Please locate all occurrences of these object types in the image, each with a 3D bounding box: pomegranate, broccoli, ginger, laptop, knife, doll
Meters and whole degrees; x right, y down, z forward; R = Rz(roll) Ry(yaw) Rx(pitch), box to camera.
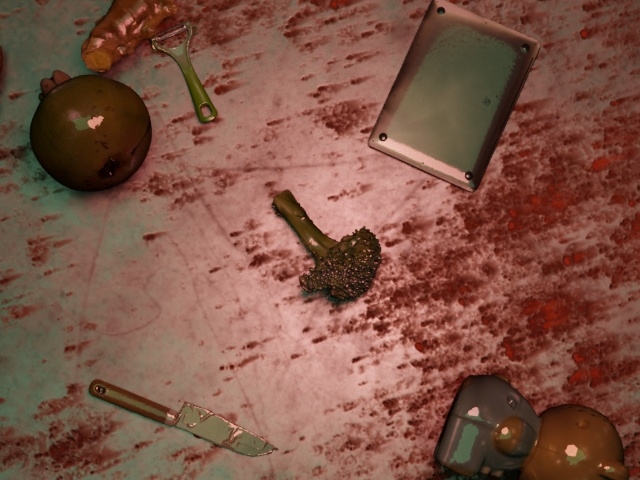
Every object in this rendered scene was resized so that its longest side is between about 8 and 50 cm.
[{"bbox_3d":[-0.354,-0.176,1.873,0.179,0.179,0.210,-44,84,-7],"label":"pomegranate"},{"bbox_3d":[0.001,0.000,1.897,0.204,0.118,0.122,44,104,18],"label":"broccoli"},{"bbox_3d":[-0.287,-0.343,1.948,0.115,0.081,0.205,22,75,-11],"label":"ginger"},{"bbox_3d":[0.209,-0.230,1.971,0.188,0.015,0.269,24,82,3],"label":"laptop"},{"bbox_3d":[-0.199,-0.258,1.963,0.078,0.022,0.166,-25,81,2],"label":"knife"},{"bbox_3d":[0.307,0.295,1.818,0.261,0.177,0.161,20,82,6],"label":"doll"},{"bbox_3d":[-0.204,0.263,1.890,0.298,0.017,0.047,22,76,3],"label":"knife"}]

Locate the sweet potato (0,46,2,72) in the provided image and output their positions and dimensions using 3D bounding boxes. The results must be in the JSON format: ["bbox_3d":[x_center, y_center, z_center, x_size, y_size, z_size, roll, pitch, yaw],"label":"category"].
[{"bbox_3d":[-0.586,-0.166,1.901,0.092,0.114,0.341,43,82,-30],"label":"sweet potato"}]
